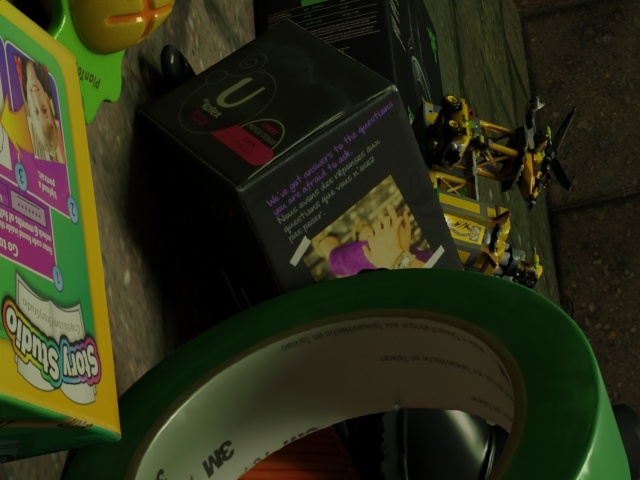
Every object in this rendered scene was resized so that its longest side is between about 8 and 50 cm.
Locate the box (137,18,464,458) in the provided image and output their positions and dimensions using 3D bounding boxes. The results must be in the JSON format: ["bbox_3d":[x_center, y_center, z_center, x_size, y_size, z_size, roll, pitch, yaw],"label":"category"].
[{"bbox_3d":[0.000,0.000,1.419,0.165,0.143,0.270,37,-25,51],"label":"box"}]

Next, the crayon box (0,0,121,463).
[{"bbox_3d":[-0.161,-0.021,0.648,0.278,0.081,0.165,40,40,-69],"label":"crayon box"}]

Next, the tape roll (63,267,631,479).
[{"bbox_3d":[0.010,0.141,1.074,0.321,0.321,0.077,-83,156,-55],"label":"tape roll"}]

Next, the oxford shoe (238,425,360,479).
[{"bbox_3d":[-0.038,0.253,1.293,0.133,0.130,0.364,108,-18,-44],"label":"oxford shoe"}]

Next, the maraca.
[{"bbox_3d":[-0.140,-0.169,1.239,0.127,0.099,0.186,24,79,-64],"label":"maraca"}]

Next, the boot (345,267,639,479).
[{"bbox_3d":[0.127,0.132,1.342,0.094,0.207,0.247,176,-93,-73],"label":"boot"}]

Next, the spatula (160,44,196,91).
[{"bbox_3d":[-0.079,-0.092,1.547,0.296,0.030,0.084,44,37,-67],"label":"spatula"}]

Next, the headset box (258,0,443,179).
[{"bbox_3d":[0.037,-0.158,1.868,0.246,0.131,0.283,59,23,-55],"label":"headset box"}]

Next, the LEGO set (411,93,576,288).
[{"bbox_3d":[0.138,0.043,1.696,0.255,0.192,0.331,-94,-157,-58],"label":"LEGO set"}]
